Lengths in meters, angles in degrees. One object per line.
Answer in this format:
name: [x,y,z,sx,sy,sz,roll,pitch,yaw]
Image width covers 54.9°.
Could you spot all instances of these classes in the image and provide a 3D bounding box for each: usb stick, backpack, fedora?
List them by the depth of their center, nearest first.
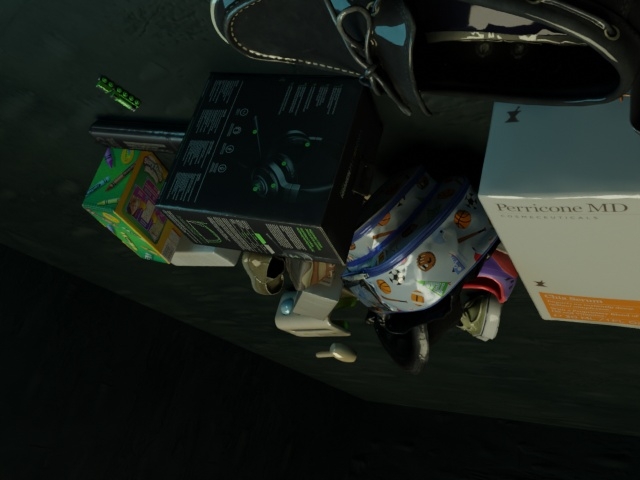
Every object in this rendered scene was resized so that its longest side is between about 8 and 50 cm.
backpack: [0.162,-0.002,1.008,0.213,0.276,0.263,42,164,-15]
usb stick: [-0.317,-0.196,1.181,0.278,0.045,0.077,7,164,22]
fedora: [0.216,0.137,1.396,0.152,0.334,0.334,-14,164,-13]

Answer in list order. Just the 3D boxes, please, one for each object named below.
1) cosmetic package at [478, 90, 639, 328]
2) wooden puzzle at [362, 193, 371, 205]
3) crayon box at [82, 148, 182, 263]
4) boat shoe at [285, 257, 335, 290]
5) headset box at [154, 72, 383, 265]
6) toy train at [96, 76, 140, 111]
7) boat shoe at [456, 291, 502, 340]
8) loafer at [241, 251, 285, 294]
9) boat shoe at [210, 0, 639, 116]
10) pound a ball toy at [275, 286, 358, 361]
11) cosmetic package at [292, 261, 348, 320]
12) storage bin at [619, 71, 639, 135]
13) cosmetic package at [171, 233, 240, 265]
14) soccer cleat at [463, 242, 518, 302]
cosmetic package: [0.412,-0.020,0.915,0.230,0.162,0.453,2,154,33]
wooden puzzle: [0.062,-0.088,1.211,0.116,0.014,0.078,31,155,-32]
crayon box: [-0.392,-0.079,1.360,0.081,0.165,0.278,10,158,16]
boat shoe: [0.000,0.000,1.373,0.116,0.123,0.324,-13,156,-17]
headset box: [-0.060,-0.112,0.920,0.283,0.246,0.131,7,156,22]
toy train: [-0.356,-0.256,1.085,0.017,0.024,0.083,-6,149,45]
boat shoe: [0.395,0.194,1.547,0.094,0.109,0.302,14,162,11]
loafer: [-0.143,0.091,1.702,0.087,0.094,0.251,14,159,19]
boat shoe: [0.089,-0.226,0.649,0.500,0.156,0.187,9,160,23]
pound a ball toy: [-0.017,0.245,1.838,0.135,0.208,0.319,29,157,-30]
cosmetic package: [-0.002,0.122,1.635,0.107,0.127,0.238,16,161,-1]
storage bin: [0.374,-0.153,0.653,0.098,0.135,0.091,1,161,32]
cosmetic package: [-0.302,-0.001,1.560,0.231,0.117,0.085,-1,152,40]
soccer cleat: [0.238,0.033,1.238,0.318,0.116,0.109,14,159,6]
